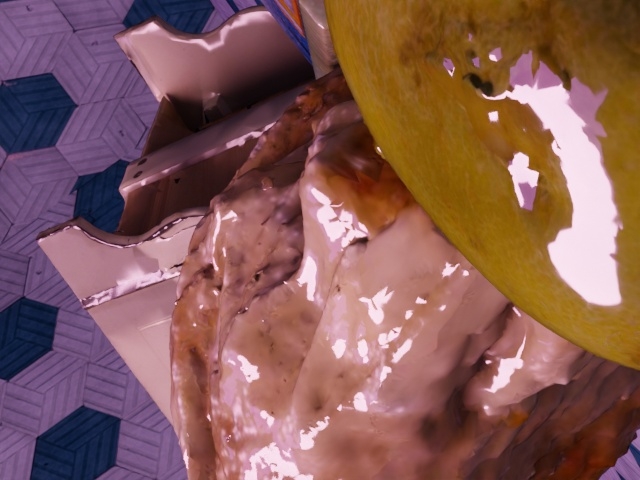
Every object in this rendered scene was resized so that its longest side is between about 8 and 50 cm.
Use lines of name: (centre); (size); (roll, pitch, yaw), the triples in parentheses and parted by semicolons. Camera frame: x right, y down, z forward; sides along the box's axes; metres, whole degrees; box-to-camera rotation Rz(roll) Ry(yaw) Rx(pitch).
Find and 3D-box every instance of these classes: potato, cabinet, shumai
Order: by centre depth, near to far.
potato: (0.079, -0.066, 0.542); (0.186, 0.148, 0.253); (53, 179, -26)
shumai: (0.079, 0.041, 0.929); (0.267, 0.314, 0.262); (38, 166, -12)
cabinet: (0.000, 0.000, 1.369); (0.318, 0.227, 0.290); (57, -154, -28)

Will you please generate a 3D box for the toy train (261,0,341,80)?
toy train: (-0.009, -0.184, 1.061); (0.202, 0.131, 0.300); (52, 179, 5)
